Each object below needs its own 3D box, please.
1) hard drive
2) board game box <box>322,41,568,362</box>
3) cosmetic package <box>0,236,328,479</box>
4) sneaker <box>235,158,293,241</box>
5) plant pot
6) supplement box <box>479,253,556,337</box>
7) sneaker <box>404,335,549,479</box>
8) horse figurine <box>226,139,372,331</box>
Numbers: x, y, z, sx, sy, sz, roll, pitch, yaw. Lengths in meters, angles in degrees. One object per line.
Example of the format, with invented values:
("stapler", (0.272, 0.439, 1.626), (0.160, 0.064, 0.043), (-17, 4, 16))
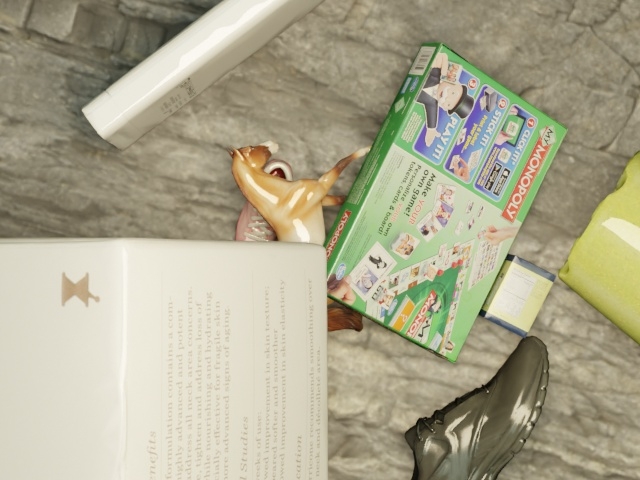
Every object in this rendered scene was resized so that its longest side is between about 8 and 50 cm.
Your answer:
("hard drive", (-0.109, -0.231, 1.635), (0.353, 0.233, 0.047), (-37, 91, -2))
("board game box", (0.140, -0.042, 1.682), (0.213, 0.046, 0.317), (30, 84, -29))
("cosmetic package", (-0.220, 0.161, 1.497), (0.327, 0.393, 0.330), (0, 89, 28))
("sneaker", (-0.068, -0.035, 1.717), (0.051, 0.070, 0.134), (19, 89, -5))
("plant pot", (0.427, 0.035, 1.656), (0.254, 0.276, 0.276), (32, 88, 11))
("supplement box", (0.234, 0.065, 1.718), (0.056, 0.083, 0.083), (27, 91, -2))
("sneaker", (0.175, 0.232, 1.708), (0.130, 0.109, 0.286), (30, 86, 5))
("horse figurine", (0.000, 0.000, 1.677), (0.174, 0.066, 0.263), (-15, 106, -20))
